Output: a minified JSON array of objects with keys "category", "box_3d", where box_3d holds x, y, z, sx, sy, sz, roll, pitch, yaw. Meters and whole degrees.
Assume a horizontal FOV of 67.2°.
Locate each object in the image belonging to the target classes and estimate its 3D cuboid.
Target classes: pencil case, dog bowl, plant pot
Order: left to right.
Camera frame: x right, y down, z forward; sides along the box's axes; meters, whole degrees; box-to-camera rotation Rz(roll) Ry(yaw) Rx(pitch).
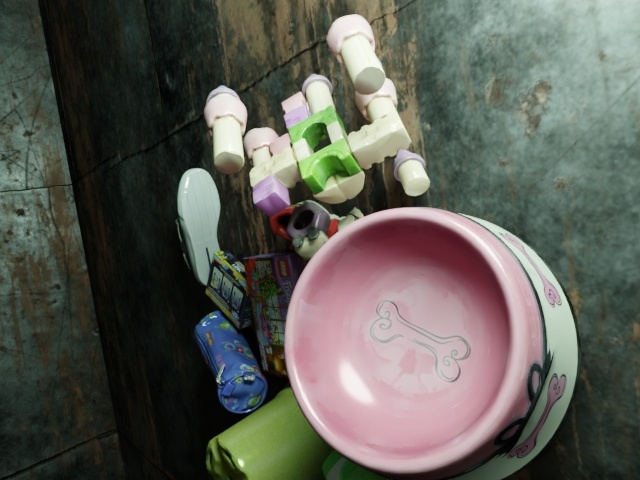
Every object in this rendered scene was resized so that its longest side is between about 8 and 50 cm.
[{"category":"pencil case","box_3d":[-0.239,0.302,1.235,0.119,0.133,0.306,-54,37,6]},{"category":"plant pot","box_3d":[-0.102,0.477,1.072,0.276,0.254,0.275,16,111,47]},{"category":"dog bowl","box_3d":[0.124,0.135,0.672,0.408,0.150,0.407,-12,69,31]}]

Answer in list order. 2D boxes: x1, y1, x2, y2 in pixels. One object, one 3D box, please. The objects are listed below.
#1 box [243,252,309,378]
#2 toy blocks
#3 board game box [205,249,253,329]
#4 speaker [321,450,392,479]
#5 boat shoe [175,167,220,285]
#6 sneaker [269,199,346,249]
[{"category":"box","box_3d":[-0.087,0.175,1.130,0.201,0.057,0.293,-6,94,50]},{"category":"toy blocks","box_3d":[-0.001,-0.185,0.802,0.289,0.309,0.260,-27,48,15]},{"category":"board game box","box_3d":[-0.233,0.129,1.286,0.170,0.048,0.141,38,125,33]},{"category":"speaker","box_3d":[0.133,0.515,0.898,0.296,0.131,0.131,44,130,34]},{"category":"boat shoe","box_3d":[-0.354,-0.035,1.343,0.119,0.121,0.335,14,112,43]},{"category":"sneaker","box_3d":[0.000,0.000,0.938,0.279,0.118,0.107,23,117,45]}]
